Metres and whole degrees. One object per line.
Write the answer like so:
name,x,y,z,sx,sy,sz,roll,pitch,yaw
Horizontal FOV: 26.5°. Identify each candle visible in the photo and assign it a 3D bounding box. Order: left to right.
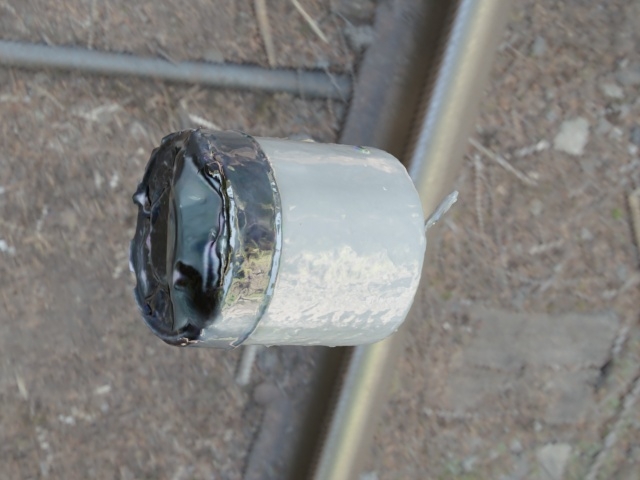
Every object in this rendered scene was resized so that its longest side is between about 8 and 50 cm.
candle,0.000,0.000,1.181,0.330,0.187,0.187,2,118,-34
